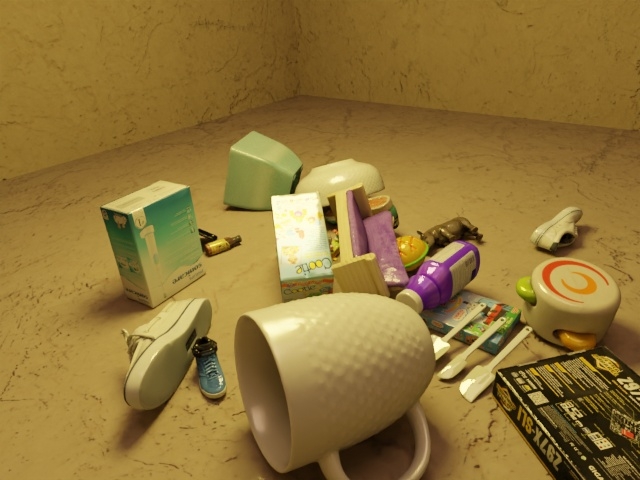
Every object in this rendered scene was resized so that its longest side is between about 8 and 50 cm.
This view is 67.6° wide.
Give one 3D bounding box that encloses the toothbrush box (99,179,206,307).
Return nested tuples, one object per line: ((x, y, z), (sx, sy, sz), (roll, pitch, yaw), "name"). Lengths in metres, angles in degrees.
((-0.467, 0.006, 1.370), (0.126, 0.296, 0.216), (13, 33, 30), "toothbrush box")

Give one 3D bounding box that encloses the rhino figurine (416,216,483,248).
((0.400, -0.015, 1.545), (0.243, 0.073, 0.106), (-17, 34, -21), "rhino figurine")

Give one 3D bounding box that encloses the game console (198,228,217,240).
((-0.419, 0.000, 1.635), (0.107, 0.071, 0.122), (24, 1, -8), "game console")

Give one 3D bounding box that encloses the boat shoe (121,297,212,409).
((-0.384, 0.239, 1.093), (0.156, 0.136, 0.367), (1, 25, 8), "boat shoe")

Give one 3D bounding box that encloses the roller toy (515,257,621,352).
((0.588, 0.151, 1.129), (0.191, 0.146, 0.209), (-24, 42, -23), "roller toy")

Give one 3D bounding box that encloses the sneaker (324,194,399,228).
((0.140, -0.073, 1.670), (0.302, 0.121, 0.108), (-3, 36, 47), "sneaker")

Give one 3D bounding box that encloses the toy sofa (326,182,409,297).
((0.126, -0.007, 1.338), (0.177, 0.150, 0.363), (-17, 36, 12), "toy sofa")

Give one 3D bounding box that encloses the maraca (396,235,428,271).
((0.233, 0.050, 1.419), (0.185, 0.099, 0.127), (-27, 27, -5), "maraca")

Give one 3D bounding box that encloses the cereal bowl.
((0.060, -0.216, 1.770), (0.338, 0.141, 0.339), (-14, 8, 2), "cereal bowl")

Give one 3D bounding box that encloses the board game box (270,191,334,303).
((-0.053, 0.019, 1.338), (0.144, 0.142, 0.276), (-6, 57, -5), "board game box")

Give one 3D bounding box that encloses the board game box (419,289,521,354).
((0.368, 0.189, 1.196), (0.211, 0.039, 0.160), (17, 35, 36), "board game box")

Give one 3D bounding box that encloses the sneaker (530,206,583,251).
((0.775, -0.028, 1.526), (0.258, 0.094, 0.091), (-27, 54, -29), "sneaker")

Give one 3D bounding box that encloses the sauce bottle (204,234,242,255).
((-0.327, 0.013, 1.610), (0.128, 0.042, 0.042), (-23, 33, -29), "sauce bottle")

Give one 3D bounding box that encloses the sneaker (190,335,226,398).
((-0.249, 0.274, 1.061), (0.058, 0.085, 0.152), (-13, 29, -17), "sneaker")

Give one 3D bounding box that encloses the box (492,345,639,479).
((0.508, 0.339, 0.858), (0.256, 0.080, 0.322), (-8, 28, -11), "box")

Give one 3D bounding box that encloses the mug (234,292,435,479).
((0.055, 0.275, 0.877), (0.327, 0.276, 0.374), (-10, 58, -26), "mug")

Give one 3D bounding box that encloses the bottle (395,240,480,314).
((0.299, 0.100, 1.208), (0.092, 0.118, 0.282), (20, 37, 40), "bottle")

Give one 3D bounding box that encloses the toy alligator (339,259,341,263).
((0.095, 0.089, 1.405), (0.056, 0.052, 0.190), (-11, 29, -12), "toy alligator")

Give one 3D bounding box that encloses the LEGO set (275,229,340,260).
((0.000, 0.000, 1.525), (0.286, 0.107, 0.132), (-16, 30, -22), "LEGO set")

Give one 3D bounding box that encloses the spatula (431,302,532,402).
((0.345, 0.234, 1.075), (0.242, 0.019, 0.168), (-35, 41, -23), "spatula")

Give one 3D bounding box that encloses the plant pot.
((-0.215, -0.260, 1.916), (0.252, 0.248, 0.247), (18, 31, 6), "plant pot")
